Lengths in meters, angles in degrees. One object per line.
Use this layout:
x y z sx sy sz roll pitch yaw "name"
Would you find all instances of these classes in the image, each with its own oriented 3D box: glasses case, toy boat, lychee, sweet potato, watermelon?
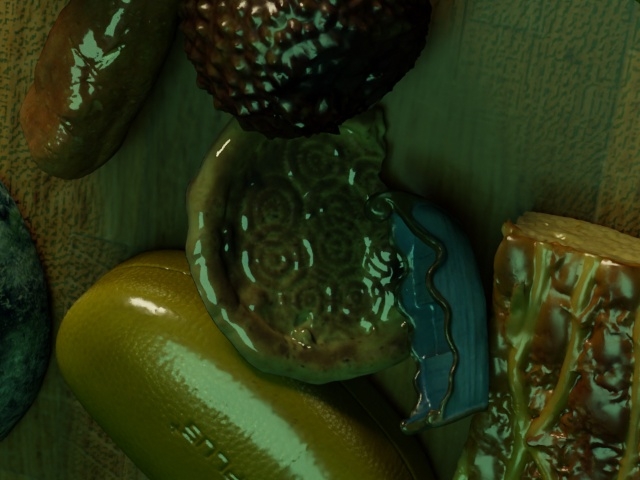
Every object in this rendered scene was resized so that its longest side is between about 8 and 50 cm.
-0.050 0.162 1.397 0.371 0.141 0.173 45 116 -2 "glasses case"
0.076 0.052 1.286 0.077 0.075 0.185 0 81 -22 "toy boat"
-0.014 -0.167 1.246 0.188 0.188 0.188 6 111 16 "lychee"
-0.163 -0.165 1.343 0.097 0.097 0.252 29 112 6 "sweet potato"
-0.367 0.054 1.471 0.226 0.148 0.318 -6 106 28 "watermelon"

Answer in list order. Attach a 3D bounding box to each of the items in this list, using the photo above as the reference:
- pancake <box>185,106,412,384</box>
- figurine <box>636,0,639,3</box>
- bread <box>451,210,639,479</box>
0.000 0.000 1.324 0.212 0.029 0.235 -43 100 -12 "pancake"
0.333 -0.186 1.145 0.263 0.143 0.162 17 136 -2 "figurine"
0.207 0.128 1.315 0.184 0.114 0.275 15 111 13 "bread"
